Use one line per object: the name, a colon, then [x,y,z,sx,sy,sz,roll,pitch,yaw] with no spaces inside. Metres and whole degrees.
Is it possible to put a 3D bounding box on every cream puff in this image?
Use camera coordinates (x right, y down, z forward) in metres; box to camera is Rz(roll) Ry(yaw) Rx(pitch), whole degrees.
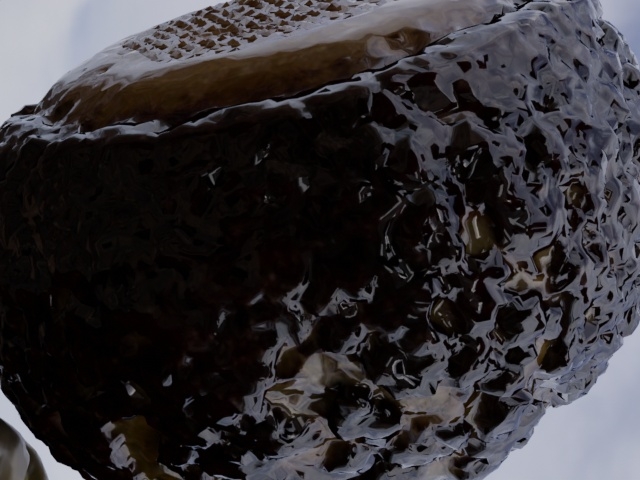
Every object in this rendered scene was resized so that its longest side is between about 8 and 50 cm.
cream puff: [0.000,0.000,0.465,0.239,0.239,0.164,23,-48,65]

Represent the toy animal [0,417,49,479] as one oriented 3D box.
toy animal: [-0.162,0.153,0.391,0.226,0.188,0.358,56,1,34]
